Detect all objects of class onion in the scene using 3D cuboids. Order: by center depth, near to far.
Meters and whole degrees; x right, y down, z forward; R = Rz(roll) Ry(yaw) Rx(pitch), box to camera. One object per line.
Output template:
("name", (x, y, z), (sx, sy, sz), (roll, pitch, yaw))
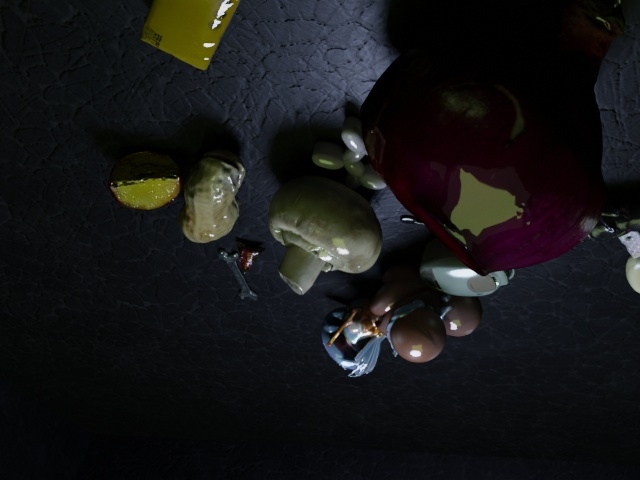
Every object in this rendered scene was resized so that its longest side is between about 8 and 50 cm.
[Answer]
("onion", (0.293, -0.174, 0.930), (0.420, 0.398, 0.398), (-41, 128, 14))

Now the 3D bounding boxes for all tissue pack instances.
("tissue pack", (-0.197, -0.357, 0.974), (0.119, 0.082, 0.169), (23, 145, -18))

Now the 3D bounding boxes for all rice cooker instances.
("rice cooker", (0.325, 0.051, 1.424), (0.206, 0.127, 0.145), (-12, 142, 23))

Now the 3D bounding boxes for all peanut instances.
("peanut", (-0.232, -0.088, 1.351), (0.129, 0.130, 0.290), (14, 148, -7))

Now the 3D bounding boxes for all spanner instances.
("spanner", (-0.222, 0.098, 1.727), (0.054, 0.015, 0.255), (2, 146, 12))

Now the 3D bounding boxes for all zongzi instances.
("zongzi", (-0.189, 0.025, 1.593), (0.073, 0.067, 0.083), (33, 123, -14))

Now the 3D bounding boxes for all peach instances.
("peach", (-0.364, -0.135, 1.345), (0.172, 0.093, 0.127), (-22, 142, 22))

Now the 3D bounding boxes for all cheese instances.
("cheese", (0.709, 0.040, 1.375), (0.127, 0.050, 0.255), (-19, 138, 36))

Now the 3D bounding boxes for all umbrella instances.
("umbrella", (0.629, -0.050, 1.225), (0.325, 0.090, 0.094), (-7, 121, 24))

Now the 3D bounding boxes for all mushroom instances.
("mushroom", (0.000, 0.000, 1.304), (0.260, 0.235, 0.254), (28, 169, -17))

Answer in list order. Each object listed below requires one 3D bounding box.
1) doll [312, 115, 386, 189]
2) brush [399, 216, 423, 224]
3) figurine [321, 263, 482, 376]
("doll", (0.071, -0.155, 1.234), (0.160, 0.059, 0.161), (28, 142, -24))
("brush", (0.218, -0.041, 1.415), (0.083, 0.008, 0.024), (9, 145, 0))
("figurine", (0.181, 0.209, 1.597), (0.248, 0.276, 0.388), (55, 138, 10))
